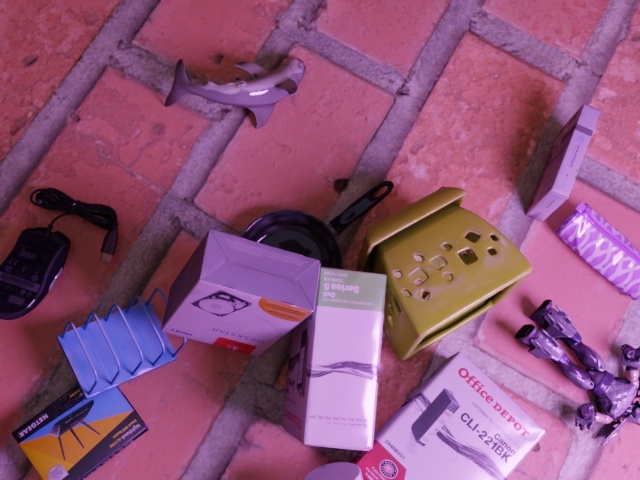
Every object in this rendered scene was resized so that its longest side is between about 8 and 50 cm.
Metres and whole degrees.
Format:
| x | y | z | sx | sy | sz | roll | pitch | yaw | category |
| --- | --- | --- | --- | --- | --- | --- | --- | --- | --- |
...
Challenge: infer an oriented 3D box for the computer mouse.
| x | y | z | sx | sy | sz | roll | pitch | yaw | category |
| --- | --- | --- | --- | --- | --- | --- | --- | --- | --- |
| -0.463 | 0.039 | 1.357 | 0.184 | 0.060 | 0.261 | 13 | 62 | 4 | computer mouse |

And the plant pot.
| x | y | z | sx | sy | sz | roll | pitch | yaw | category |
| --- | --- | --- | --- | --- | --- | --- | --- | --- | --- |
| 0.190 | 0.051 | 1.316 | 0.228 | 0.227 | 0.207 | -28 | 74 | -12 | plant pot |

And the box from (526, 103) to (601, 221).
| x | y | z | sx | sy | sz | roll | pitch | yaw | category |
| --- | --- | --- | --- | --- | --- | --- | --- | --- | --- |
| 0.449 | -0.142 | 1.423 | 0.038 | 0.145 | 0.186 | 25 | 74 | 4 | box |

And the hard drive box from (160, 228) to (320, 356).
| x | y | z | sx | sy | sz | roll | pitch | yaw | category |
| --- | --- | --- | --- | --- | --- | --- | --- | --- | --- |
| -0.130 | 0.090 | 1.207 | 0.181 | 0.232 | 0.089 | 17 | 59 | -17 | hard drive box |

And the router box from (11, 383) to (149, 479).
| x | y | z | sx | sy | sz | roll | pitch | yaw | category |
| --- | --- | --- | --- | --- | --- | --- | --- | --- | --- |
| -0.401 | 0.320 | 1.287 | 0.179 | 0.046 | 0.133 | -38 | 80 | -13 | router box |

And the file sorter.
| x | y | z | sx | sy | sz | roll | pitch | yaw | category |
| --- | --- | --- | --- | --- | --- | --- | --- | --- | --- |
| -0.329 | 0.165 | 1.276 | 0.170 | 0.104 | 0.118 | -22 | 76 | -33 | file sorter |

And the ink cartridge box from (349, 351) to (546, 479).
| x | y | z | sx | sy | sz | roll | pitch | yaw | category |
| --- | --- | --- | --- | --- | --- | --- | --- | --- | --- |
| 0.209 | 0.351 | 1.286 | 0.197 | 0.114 | 0.273 | 44 | 76 | 9 | ink cartridge box |

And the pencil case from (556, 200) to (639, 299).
| x | y | z | sx | sy | sz | roll | pitch | yaw | category |
| --- | --- | --- | --- | --- | --- | --- | --- | --- | --- |
| 0.536 | 0.021 | 1.414 | 0.206 | 0.088 | 0.086 | 40 | 74 | 8 | pencil case |

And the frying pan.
| x | y | z | sx | sy | sz | roll | pitch | yaw | category |
| --- | --- | --- | --- | --- | --- | --- | --- | --- | --- |
| -0.027 | -0.013 | 1.401 | 0.197 | 0.053 | 0.326 | 29 | 74 | 2 | frying pan |

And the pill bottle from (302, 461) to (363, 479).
| x | y | z | sx | sy | sz | roll | pitch | yaw | category |
| --- | --- | --- | --- | --- | --- | --- | --- | --- | --- |
| 0.043 | 0.484 | 1.181 | 0.146 | 0.146 | 0.263 | -12 | 98 | -7 | pill bottle |

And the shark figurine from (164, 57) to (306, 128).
| x | y | z | sx | sy | sz | roll | pitch | yaw | category |
| --- | --- | --- | --- | --- | --- | --- | --- | --- | --- |
| -0.146 | -0.264 | 1.444 | 0.279 | 0.116 | 0.166 | -10 | 42 | -15 | shark figurine |

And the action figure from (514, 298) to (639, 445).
| x | y | z | sx | sy | sz | roll | pitch | yaw | category |
| --- | --- | --- | --- | --- | --- | --- | --- | --- | --- |
| 0.477 | 0.236 | 1.348 | 0.285 | 0.099 | 0.185 | 42 | 67 | 3 | action figure |

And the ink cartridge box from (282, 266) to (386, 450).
| x | y | z | sx | sy | sz | roll | pitch | yaw | category |
| --- | --- | --- | --- | --- | --- | --- | --- | --- | --- |
| 0.019 | 0.189 | 1.250 | 0.115 | 0.198 | 0.272 | 7 | 82 | -11 | ink cartridge box |
